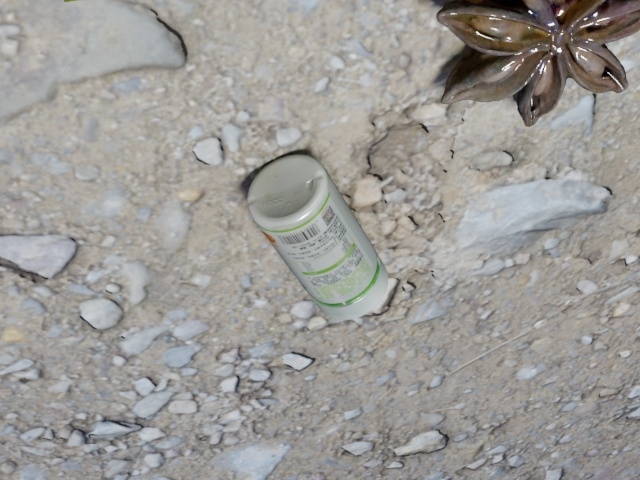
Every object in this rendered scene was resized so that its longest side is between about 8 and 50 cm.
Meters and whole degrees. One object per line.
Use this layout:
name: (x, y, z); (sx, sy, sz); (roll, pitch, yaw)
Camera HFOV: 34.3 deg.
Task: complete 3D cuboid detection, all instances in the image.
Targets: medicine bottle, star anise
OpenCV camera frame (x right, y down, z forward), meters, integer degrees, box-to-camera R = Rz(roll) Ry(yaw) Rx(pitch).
medicine bottle: (0.000, 0.000, 1.040); (0.086, 0.086, 0.183); (-24, 140, 7)
star anise: (0.201, -0.179, 0.922); (0.212, 0.073, 0.197); (-10, 136, -6)
